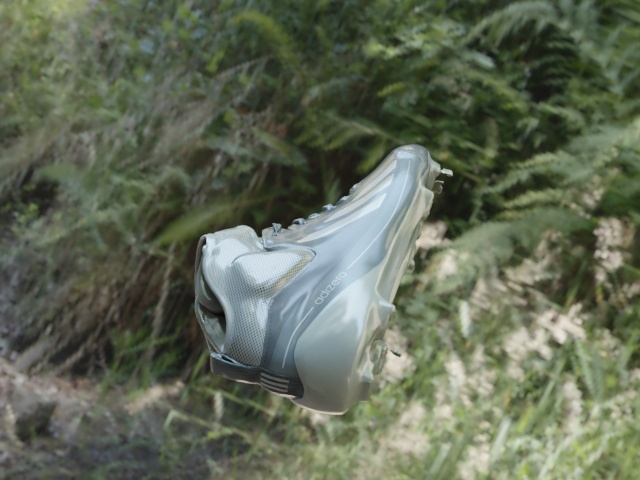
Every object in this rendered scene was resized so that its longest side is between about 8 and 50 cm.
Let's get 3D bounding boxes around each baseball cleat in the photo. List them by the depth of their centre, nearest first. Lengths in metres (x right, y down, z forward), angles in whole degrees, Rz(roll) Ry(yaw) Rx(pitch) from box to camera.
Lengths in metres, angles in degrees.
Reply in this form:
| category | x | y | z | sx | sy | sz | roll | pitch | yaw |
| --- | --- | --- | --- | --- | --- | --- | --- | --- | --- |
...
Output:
| category | x | y | z | sx | sy | sz | roll | pitch | yaw |
| --- | --- | --- | --- | --- | --- | --- | --- | --- | --- |
| baseball cleat | 0.000 | 0.000 | 0.560 | 0.110 | 0.072 | 0.206 | 16 | 32 | 6 |
